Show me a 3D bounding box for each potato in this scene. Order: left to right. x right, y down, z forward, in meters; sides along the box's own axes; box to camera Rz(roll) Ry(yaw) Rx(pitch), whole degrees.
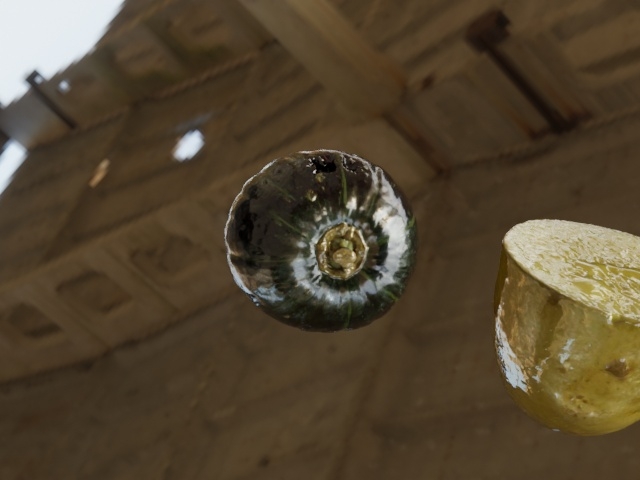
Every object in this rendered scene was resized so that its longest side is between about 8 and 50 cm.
[{"bbox_3d":[0.222,0.085,1.118,0.178,0.203,0.158,43,-52,44],"label":"potato"}]

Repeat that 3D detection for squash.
[{"bbox_3d":[0.001,0.002,1.376,0.156,0.193,0.193,3,-126,53],"label":"squash"}]
